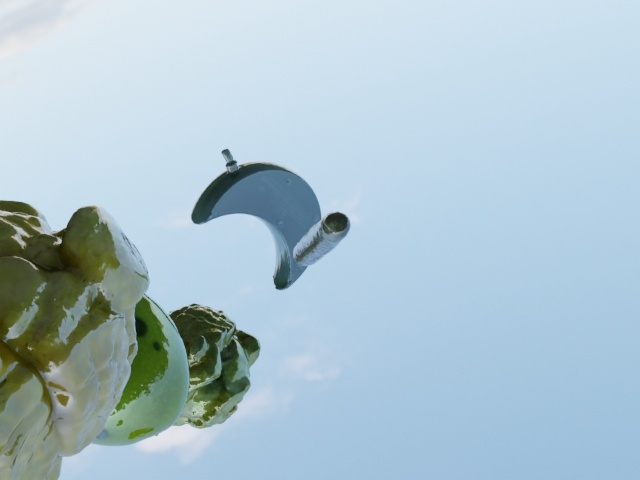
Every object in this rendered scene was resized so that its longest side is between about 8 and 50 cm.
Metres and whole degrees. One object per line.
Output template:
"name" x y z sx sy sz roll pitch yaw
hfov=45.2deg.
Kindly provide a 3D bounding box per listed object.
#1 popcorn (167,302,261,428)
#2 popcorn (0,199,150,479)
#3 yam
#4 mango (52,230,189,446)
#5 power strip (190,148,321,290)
"popcorn" -0.186 0.191 1.187 0.167 0.187 0.185 -12 -150 30
"popcorn" -0.162 0.059 0.363 0.163 0.140 0.194 -2 -146 -2
"yam" 0.000 0.000 0.496 0.021 0.021 0.116 -36 178 -15
"mango" -0.268 0.103 0.837 0.175 0.293 0.143 -45 -169 -14
"power strip" -0.090 -0.043 1.201 0.167 0.253 0.054 -52 -141 -9
